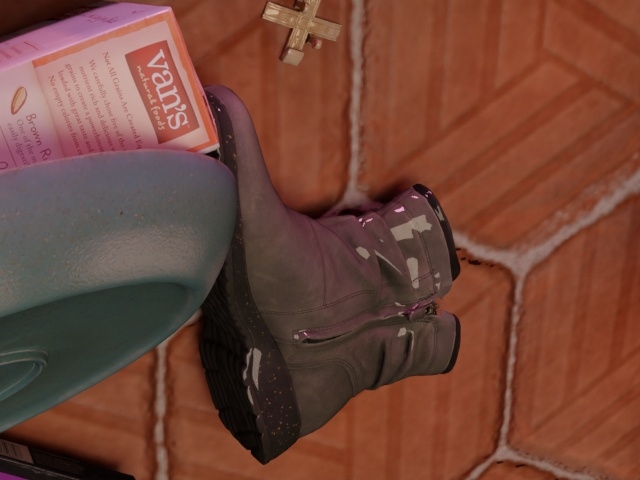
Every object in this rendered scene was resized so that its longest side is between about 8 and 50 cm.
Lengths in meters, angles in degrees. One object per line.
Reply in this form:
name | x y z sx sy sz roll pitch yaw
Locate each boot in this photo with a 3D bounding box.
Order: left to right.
boot | 0.000 0.000 0.720 0.161 0.083 0.246 -27 126 -24

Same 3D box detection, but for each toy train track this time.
toy train track | -0.001 -0.133 0.675 0.048 0.014 0.083 12 109 -30

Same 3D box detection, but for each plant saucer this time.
plant saucer | -0.173 0.056 0.541 0.317 0.317 0.044 -22 79 -14

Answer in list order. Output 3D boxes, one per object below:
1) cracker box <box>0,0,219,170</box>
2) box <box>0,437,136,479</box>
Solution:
cracker box | -0.176 -0.037 0.547 0.232 0.156 0.067 -24 108 -13
box | -0.191 0.195 0.727 0.116 0.029 0.162 25 101 -32
